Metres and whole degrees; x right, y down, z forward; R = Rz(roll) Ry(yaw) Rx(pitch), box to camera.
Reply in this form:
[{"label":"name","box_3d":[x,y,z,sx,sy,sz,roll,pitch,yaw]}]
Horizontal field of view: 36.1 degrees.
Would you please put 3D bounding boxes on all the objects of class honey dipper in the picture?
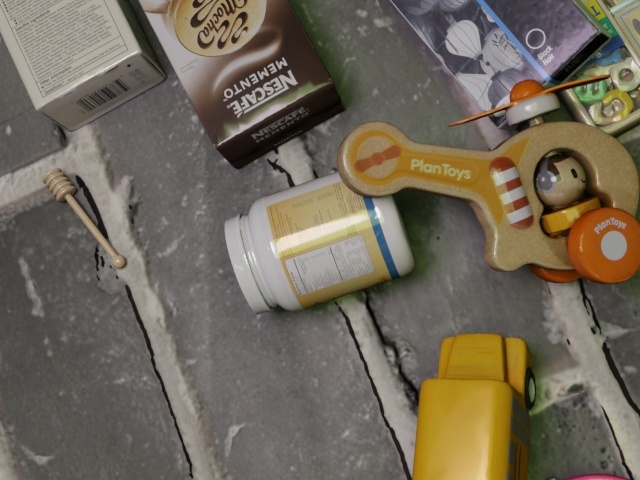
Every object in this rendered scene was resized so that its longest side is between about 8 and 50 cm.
[{"label":"honey dipper","box_3d":[-0.306,-0.028,1.286,0.030,0.030,0.161,-41,80,1]}]

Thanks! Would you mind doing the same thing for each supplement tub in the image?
[{"label":"supplement tub","box_3d":[0.000,0.000,1.171,0.199,0.144,0.144,-19,78,6]}]

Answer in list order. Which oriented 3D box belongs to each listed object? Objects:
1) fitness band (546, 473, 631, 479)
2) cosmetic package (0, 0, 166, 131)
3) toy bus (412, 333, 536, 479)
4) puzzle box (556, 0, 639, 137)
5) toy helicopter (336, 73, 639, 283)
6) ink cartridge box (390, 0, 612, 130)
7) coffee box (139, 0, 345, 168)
[{"label":"fitness band","box_3d":[0.284,0.396,1.106,0.291,0.054,0.209,-45,77,1]},{"label":"cosmetic package","box_3d":[-0.348,-0.322,1.298,0.160,0.113,0.309,-27,77,4]},{"label":"toy bus","box_3d":[0.164,0.262,1.072,0.108,0.130,0.333,-2,67,25]},{"label":"puzzle box","box_3d":[0.444,-0.327,1.198,0.409,0.052,0.272,-30,77,4]},{"label":"toy helicopter","box_3d":[0.193,-0.085,1.092,0.355,0.140,0.235,9,86,-13]},{"label":"ink cartridge box","box_3d":[0.181,-0.310,1.196,0.165,0.065,0.333,-45,71,24]},{"label":"coffee box","box_3d":[-0.112,-0.264,1.245,0.168,0.119,0.297,-29,77,3]}]
